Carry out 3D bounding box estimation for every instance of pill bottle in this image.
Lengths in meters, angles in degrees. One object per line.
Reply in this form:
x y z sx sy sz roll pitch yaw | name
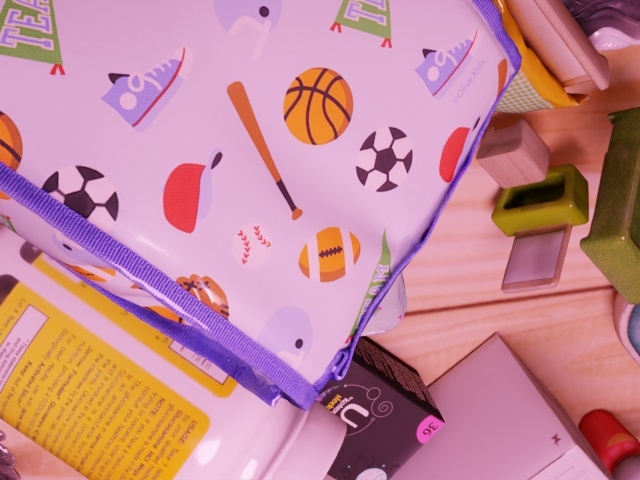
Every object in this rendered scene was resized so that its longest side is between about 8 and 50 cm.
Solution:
-0.152 0.122 0.873 0.334 0.188 0.188 36 105 -1 | pill bottle

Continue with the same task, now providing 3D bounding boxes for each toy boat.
0.416 0.153 1.119 0.267 0.148 0.318 26 107 -25 | toy boat

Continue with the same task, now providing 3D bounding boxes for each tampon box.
0.023 0.168 1.052 0.161 0.101 0.120 36 104 -27 | tampon box

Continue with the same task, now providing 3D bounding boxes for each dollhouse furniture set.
0.159 -0.079 0.874 0.197 0.151 0.301 -10 139 43 | dollhouse furniture set

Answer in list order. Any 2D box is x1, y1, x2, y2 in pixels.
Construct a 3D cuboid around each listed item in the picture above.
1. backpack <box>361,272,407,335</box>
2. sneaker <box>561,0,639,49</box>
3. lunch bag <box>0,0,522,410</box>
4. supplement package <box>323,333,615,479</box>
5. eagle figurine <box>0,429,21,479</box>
0.000 0.000 0.940 0.165 0.144 0.189 -8 116 -5 | backpack
0.278 -0.255 0.887 0.268 0.101 0.153 -8 126 -15 | sneaker
-0.082 -0.108 0.722 0.385 0.239 0.328 34 78 -9 | lunch bag
0.161 0.271 1.082 0.262 0.204 0.145 -39 120 7 | supplement package
-0.426 0.159 0.827 0.225 0.298 0.226 -22 149 -52 | eagle figurine
